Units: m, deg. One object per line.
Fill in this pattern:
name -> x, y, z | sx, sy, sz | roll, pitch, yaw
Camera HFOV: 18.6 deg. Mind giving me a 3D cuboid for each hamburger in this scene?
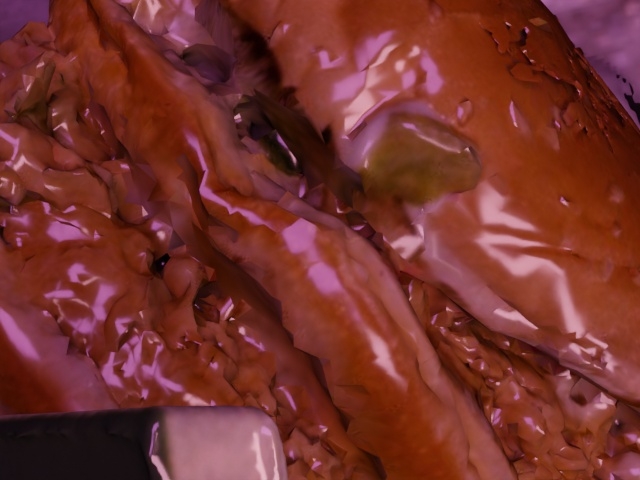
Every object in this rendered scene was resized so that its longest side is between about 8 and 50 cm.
hamburger -> -0.010, 0.001, 0.582 | 0.211, 0.245, 0.260 | -35, 47, 0

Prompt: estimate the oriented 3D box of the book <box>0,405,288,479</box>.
book -> -0.068, 0.225, 0.467 | 0.260, 0.043, 0.370 | -9, 88, 54
